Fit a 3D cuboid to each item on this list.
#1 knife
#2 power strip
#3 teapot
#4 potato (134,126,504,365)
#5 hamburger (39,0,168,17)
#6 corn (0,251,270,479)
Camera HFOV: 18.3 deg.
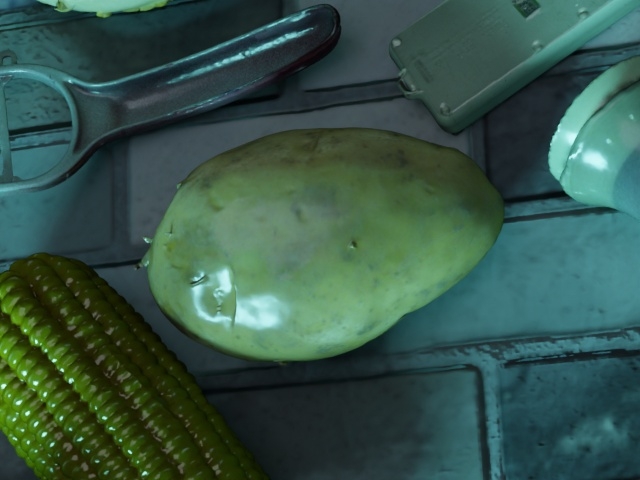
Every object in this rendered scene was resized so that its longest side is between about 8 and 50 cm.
[{"bbox_3d":[-0.113,-0.118,1.441,0.278,0.053,0.123,-16,66,11],"label":"knife"},{"bbox_3d":[0.137,-0.155,1.386,0.192,0.035,0.081,-35,67,4],"label":"power strip"},{"bbox_3d":[0.258,-0.004,1.241,0.183,0.183,0.251,-43,57,1],"label":"teapot"},{"bbox_3d":[-0.002,-0.005,1.344,0.234,0.128,0.161,-33,84,1],"label":"potato"},{"bbox_3d":[-0.161,-0.336,1.412,0.330,0.250,0.330,-4,71,13],"label":"hamburger"},{"bbox_3d":[-0.115,0.154,1.327,0.131,0.131,0.344,-42,71,2],"label":"corn"}]
